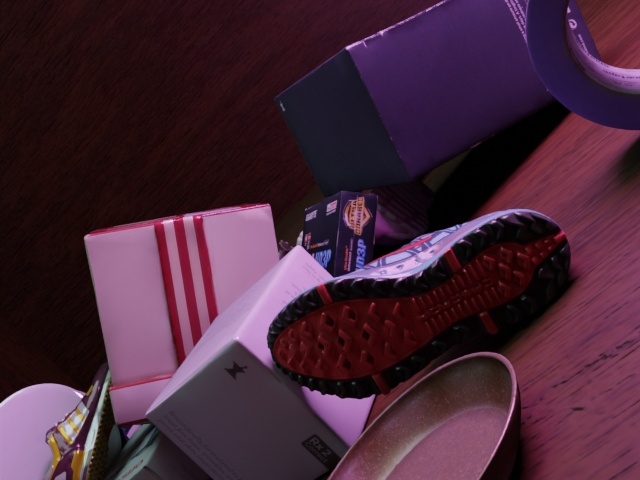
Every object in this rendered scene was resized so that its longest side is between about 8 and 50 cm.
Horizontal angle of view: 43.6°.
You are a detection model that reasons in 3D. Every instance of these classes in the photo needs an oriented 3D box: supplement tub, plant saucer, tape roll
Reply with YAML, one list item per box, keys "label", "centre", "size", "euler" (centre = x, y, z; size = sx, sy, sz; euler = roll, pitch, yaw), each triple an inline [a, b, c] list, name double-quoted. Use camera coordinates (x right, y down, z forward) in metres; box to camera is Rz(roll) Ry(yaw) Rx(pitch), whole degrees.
- label: "supplement tub"
  centre: [-0.384, 0.334, 1.202]
  size: [0.191, 0.191, 0.272]
  euler: [-49, -15, -22]
- label: "plant saucer"
  centre: [0.064, 0.159, 0.527]
  size: [0.198, 0.036, 0.198]
  euler: [-45, 7, 7]
- label: "tape roll"
  centre: [0.271, -0.194, 0.672]
  size: [0.189, 0.189, 0.080]
  euler: [-42, 9, 31]

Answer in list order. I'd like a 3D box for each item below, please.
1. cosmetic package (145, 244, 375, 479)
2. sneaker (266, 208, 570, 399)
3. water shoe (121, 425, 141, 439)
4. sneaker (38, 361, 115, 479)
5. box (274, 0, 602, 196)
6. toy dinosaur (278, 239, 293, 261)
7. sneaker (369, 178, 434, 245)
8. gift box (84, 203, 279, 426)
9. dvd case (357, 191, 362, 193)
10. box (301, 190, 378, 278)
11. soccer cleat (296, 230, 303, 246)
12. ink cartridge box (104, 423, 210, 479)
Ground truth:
- label: "cosmetic package"
  centre: [-0.043, 0.135, 0.798]
  size: [0.151, 0.151, 0.184]
  euler: [-41, 8, 31]
- label: "sneaker"
  centre: [0.083, 0.053, 0.687]
  size: [0.261, 0.104, 0.125]
  euler: [-21, 4, 10]
- label: "water shoe"
  centre: [-0.472, 0.450, 1.789]
  size: [0.073, 0.080, 0.203]
  euler: [-44, 7, 17]
- label: "sneaker"
  centre: [-0.318, 0.242, 1.057]
  size: [0.070, 0.083, 0.186]
  euler: [83, -171, -49]
- label: "box"
  centre: [0.144, -0.213, 1.114]
  size: [0.312, 0.179, 0.343]
  euler: [-29, 8, -15]
- label: "toy dinosaur"
  centre: [-0.097, 0.105, 1.547]
  size: [0.160, 0.121, 0.313]
  euler: [-56, 6, 30]
- label: "sneaker"
  centre: [0.098, -0.029, 1.173]
  size: [0.104, 0.095, 0.236]
  euler: [-48, 0, 23]
- label: "gift box"
  centre: [-0.155, 0.093, 1.041]
  size: [0.255, 0.258, 0.276]
  euler: [-10, 3, -6]
- label: "dvd case"
  centre: [0.044, 0.000, 1.233]
  size: [0.221, 0.018, 0.165]
  euler: [-73, -7, -75]
- label: "box"
  centre: [0.016, 0.035, 1.057]
  size: [0.220, 0.051, 0.175]
  euler: [166, 111, -77]
- label: "soccer cleat"
  centre: [0.000, 0.000, 1.642]
  size: [0.196, 0.068, 0.076]
  euler: [-33, 18, 51]
- label: "ink cartridge box"
  centre: [-0.212, 0.304, 1.073]
  size: [0.154, 0.093, 0.212]
  euler: [-43, 10, 22]
